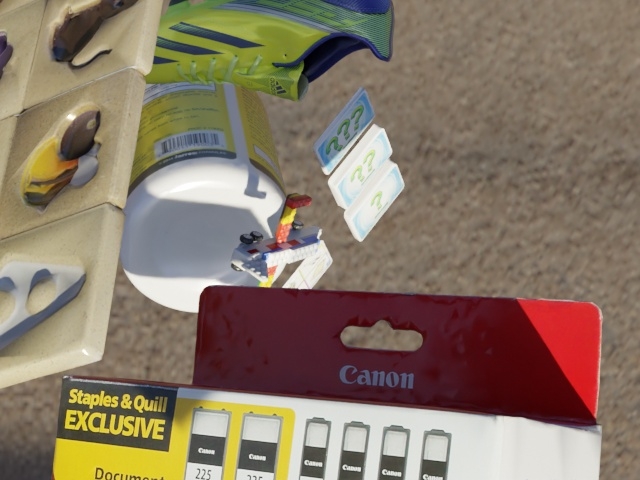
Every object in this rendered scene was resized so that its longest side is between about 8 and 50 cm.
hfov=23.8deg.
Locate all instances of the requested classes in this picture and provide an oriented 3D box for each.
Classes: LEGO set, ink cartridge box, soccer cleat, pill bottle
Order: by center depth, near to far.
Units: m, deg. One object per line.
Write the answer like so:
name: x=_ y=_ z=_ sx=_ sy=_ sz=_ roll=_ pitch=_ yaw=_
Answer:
ink cartridge box: x=-0.006 y=0.157 z=0.882 sx=0.309 sy=0.130 sz=0.272 roll=0 pitch=82 yaw=35
LEGO set: x=0.000 y=0.000 z=1.422 sx=0.060 sy=0.182 sz=0.244 roll=32 pitch=74 yaw=27
soccer cleat: x=-0.068 y=-0.182 z=1.444 sx=0.289 sy=0.093 sz=0.121 roll=-13 pitch=90 yaw=17
pill bottle: x=-0.142 y=-0.087 z=1.703 sx=0.188 sy=0.188 sz=0.334 roll=2 pitch=34 yaw=-11

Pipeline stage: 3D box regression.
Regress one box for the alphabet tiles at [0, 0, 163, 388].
alphabet tiles: x=-0.204 y=0.007 z=0.608 sx=0.011 sy=0.342 sz=0.285 roll=40 pitch=44 yaw=-42
